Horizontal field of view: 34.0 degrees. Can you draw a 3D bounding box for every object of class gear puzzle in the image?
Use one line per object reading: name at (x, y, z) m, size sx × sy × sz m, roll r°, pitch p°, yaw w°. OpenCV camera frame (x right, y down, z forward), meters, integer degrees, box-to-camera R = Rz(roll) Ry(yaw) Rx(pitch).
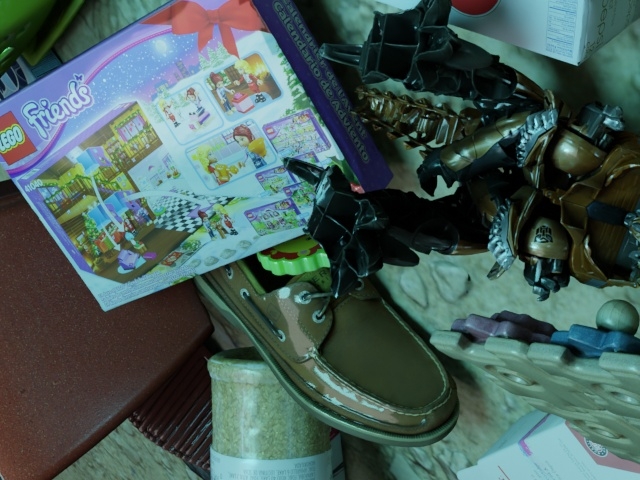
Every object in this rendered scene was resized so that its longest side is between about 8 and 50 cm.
gear puzzle at (0.236, 0.117, 0.614) m, size 0.339 × 0.044 × 0.175 m, roll 32°, pitch 164°, yaw -28°

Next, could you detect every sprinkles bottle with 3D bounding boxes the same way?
sprinkles bottle at (-0.046, 0.283, 0.995) m, size 0.121 × 0.121 × 0.355 m, roll 1°, pitch 93°, yaw 50°

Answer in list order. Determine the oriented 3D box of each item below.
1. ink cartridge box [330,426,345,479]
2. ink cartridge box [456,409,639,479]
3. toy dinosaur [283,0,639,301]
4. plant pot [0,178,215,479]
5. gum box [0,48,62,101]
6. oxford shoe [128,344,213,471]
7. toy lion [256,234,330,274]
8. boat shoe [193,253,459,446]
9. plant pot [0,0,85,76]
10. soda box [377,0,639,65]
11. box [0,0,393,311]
ink cartridge box at (-0.034, 0.231, 1.139) m, size 0.109 × 0.063 × 0.150 m, roll 24°, pitch 136°, yaw 34°
ink cartridge box at (0.204, 0.182, 0.809) m, size 0.115 × 0.067 × 0.198 m, roll 51°, pitch 145°, yaw 3°
toy dinosaur at (0.105, -0.036, 0.639) m, size 0.322 × 0.218 × 0.164 m, roll -1°, pitch 82°, yaw 57°
plant pot at (-0.259, 0.052, 1.048) m, size 0.267 × 0.236 × 0.267 m, roll 65°, pitch 168°, yaw -14°
gum box at (-0.335, -0.177, 1.152) m, size 0.184 × 0.041 × 0.157 m, roll 56°, pitch 146°, yaw -3°
oxford shoe at (-0.202, 0.138, 1.247) m, size 0.348 × 0.123 × 0.130 m, roll 43°, pitch 180°, yaw 4°
toy lion at (0.000, 0.000, 0.862) m, size 0.100 × 0.096 × 0.034 m, roll 17°, pitch 132°, yaw 41°
boat shoe at (-0.008, 0.060, 0.912) m, size 0.307 × 0.111 × 0.104 m, roll 33°, pitch 143°, yaw 26°
plant pot at (-0.346, -0.247, 0.954) m, size 0.228 × 0.207 × 0.227 m, roll 56°, pitch 147°, yaw -5°
soda box at (0.081, -0.177, 0.625) m, size 0.216 × 0.074 × 0.069 m, roll 27°, pitch 138°, yaw 33°
box at (-0.115, -0.074, 0.835) m, size 0.293 × 0.057 × 0.201 m, roll -20°, pitch 110°, yaw 32°
